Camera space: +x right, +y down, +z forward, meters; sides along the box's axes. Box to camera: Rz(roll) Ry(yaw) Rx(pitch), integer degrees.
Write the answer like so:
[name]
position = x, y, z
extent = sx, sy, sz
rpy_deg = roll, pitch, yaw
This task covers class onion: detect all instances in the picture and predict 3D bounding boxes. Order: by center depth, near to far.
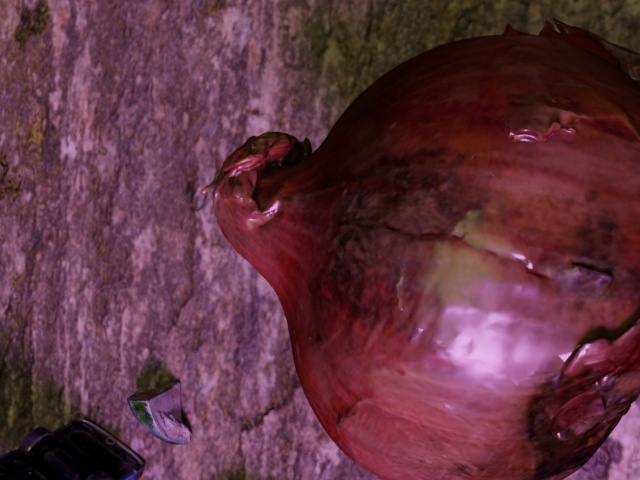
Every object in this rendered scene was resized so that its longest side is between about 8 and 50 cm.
[onion]
position = 0.119, 0.009, 0.617
extent = 0.354, 0.354, 0.353
rpy_deg = 1, 92, 25

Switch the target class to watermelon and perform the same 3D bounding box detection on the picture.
[watermelon]
position = -0.165, 0.181, 0.912
extent = 0.085, 0.085, 0.061
rpy_deg = 31, 75, 21

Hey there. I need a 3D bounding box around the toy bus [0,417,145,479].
[toy bus]
position = -0.304, 0.287, 0.874
extent = 0.116, 0.234, 0.133
rpy_deg = 28, 111, 22
